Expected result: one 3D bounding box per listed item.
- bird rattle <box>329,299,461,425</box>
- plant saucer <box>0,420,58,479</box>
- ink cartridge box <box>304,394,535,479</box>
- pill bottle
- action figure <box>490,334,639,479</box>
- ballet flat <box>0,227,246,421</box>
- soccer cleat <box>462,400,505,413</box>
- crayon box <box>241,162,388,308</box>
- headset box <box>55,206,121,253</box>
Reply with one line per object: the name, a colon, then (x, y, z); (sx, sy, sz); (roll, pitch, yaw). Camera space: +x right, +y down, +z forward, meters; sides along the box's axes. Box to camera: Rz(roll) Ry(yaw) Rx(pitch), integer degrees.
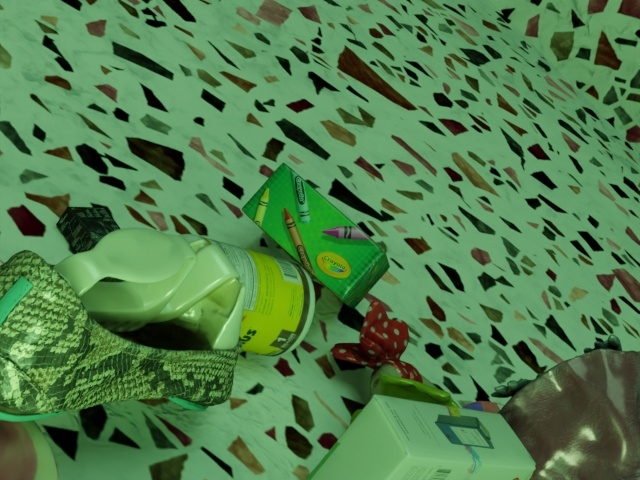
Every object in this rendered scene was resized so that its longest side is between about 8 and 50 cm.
bird rattle: (0.104, 0.207, 1.814); (0.207, 0.143, 0.253); (41, 9, -21)
plant saucer: (-0.342, 0.169, 1.206); (0.332, 0.084, 0.332); (33, 14, -9)
ink cartridge box: (0.108, 0.262, 1.628); (0.212, 0.154, 0.093); (14, 33, -40)
pill bottle: (-0.119, 0.061, 1.711); (0.215, 0.117, 0.117); (16, 33, -38)
action figure: (0.357, 0.317, 1.779); (0.275, 0.248, 0.370); (15, 42, -58)
ballet flat: (-0.168, 0.074, 1.420); (0.164, 0.182, 0.483); (39, 10, 19)
soccer cleat: (0.276, 0.298, 1.887); (0.248, 0.083, 0.095); (40, 29, -3)
crayon box: (0.000, 0.000, 1.888); (0.165, 0.081, 0.278); (41, -1, 6)
headset box: (-0.259, 0.000, 1.730); (0.062, 0.032, 0.083); (-1, 46, -53)
